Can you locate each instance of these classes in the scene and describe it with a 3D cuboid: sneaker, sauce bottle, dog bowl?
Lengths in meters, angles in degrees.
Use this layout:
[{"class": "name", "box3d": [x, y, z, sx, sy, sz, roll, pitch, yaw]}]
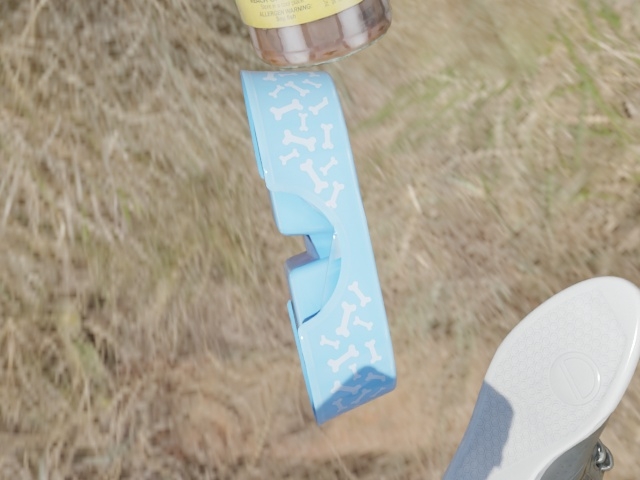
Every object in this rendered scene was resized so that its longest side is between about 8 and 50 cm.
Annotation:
[{"class": "sneaker", "box3d": [0.201, 0.145, 1.526, 0.104, 0.147, 0.295, 39, 116, 26]}, {"class": "sauce bottle", "box3d": [-0.043, -0.292, 1.261, 0.111, 0.111, 0.344, -18, 113, -2]}, {"class": "dog bowl", "box3d": [0.000, 0.000, 1.499, 0.074, 0.166, 0.297, -12, 96, -3]}]
